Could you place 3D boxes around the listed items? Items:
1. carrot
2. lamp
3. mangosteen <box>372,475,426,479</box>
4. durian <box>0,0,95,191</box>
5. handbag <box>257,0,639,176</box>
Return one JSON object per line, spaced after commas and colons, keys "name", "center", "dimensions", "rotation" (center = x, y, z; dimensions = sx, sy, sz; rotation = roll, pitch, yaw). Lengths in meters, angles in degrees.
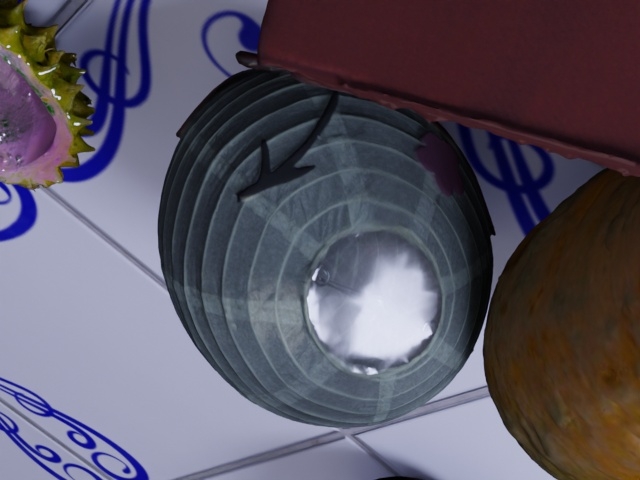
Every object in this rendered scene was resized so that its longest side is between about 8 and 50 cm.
{"name": "carrot", "center": [0.225, 0.048, 0.648], "dimensions": [0.224, 0.224, 0.340], "rotation": [27, 165, 1]}
{"name": "lamp", "center": [0.000, 0.000, 0.779], "dimensions": [0.233, 0.233, 0.265], "rotation": [-17, 131, 44]}
{"name": "mangosteen", "center": [0.125, 0.349, 1.160], "dimensions": [0.261, 0.235, 0.235], "rotation": [-21, 137, -8]}
{"name": "durian", "center": [-0.289, -0.142, 0.838], "dimensions": [0.261, 0.153, 0.186], "rotation": [23, 154, -25]}
{"name": "handbag", "center": [0.127, -0.156, 0.439], "dimensions": [0.276, 0.084, 0.260], "rotation": [15, 104, 13]}
